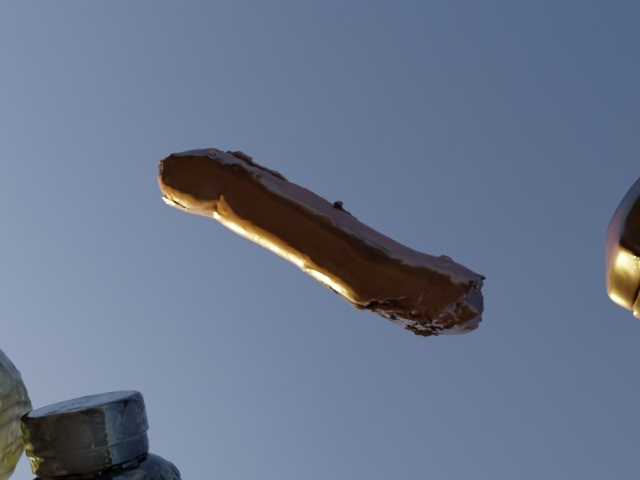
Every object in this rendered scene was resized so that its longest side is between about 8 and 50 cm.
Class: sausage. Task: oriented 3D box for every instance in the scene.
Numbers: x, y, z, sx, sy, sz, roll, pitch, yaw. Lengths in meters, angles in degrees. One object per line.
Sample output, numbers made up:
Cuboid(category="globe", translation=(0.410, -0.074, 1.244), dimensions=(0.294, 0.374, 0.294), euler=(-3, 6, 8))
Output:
Cuboid(category="sausage", translation=(0.000, -0.001, 0.924), dimensions=(0.304, 0.078, 0.078), euler=(28, -67, 10))

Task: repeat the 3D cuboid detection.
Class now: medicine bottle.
Cuboid(category="medicine bottle", translation=(-0.168, 0.274, 0.882), dimensions=(0.141, 0.141, 0.293), euler=(-10, -89, 41))

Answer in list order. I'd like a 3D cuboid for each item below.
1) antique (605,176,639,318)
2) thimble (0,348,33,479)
Cuboid(category="antique", translation=(0.475, -0.012, 1.443), dimensions=(0.129, 0.278, 0.224), euler=(33, -36, 32))
Cuboid(category="thimble", translation=(-0.354, 0.140, 1.005), dimensions=(0.137, 0.143, 0.191), euler=(-21, -121, 0))
